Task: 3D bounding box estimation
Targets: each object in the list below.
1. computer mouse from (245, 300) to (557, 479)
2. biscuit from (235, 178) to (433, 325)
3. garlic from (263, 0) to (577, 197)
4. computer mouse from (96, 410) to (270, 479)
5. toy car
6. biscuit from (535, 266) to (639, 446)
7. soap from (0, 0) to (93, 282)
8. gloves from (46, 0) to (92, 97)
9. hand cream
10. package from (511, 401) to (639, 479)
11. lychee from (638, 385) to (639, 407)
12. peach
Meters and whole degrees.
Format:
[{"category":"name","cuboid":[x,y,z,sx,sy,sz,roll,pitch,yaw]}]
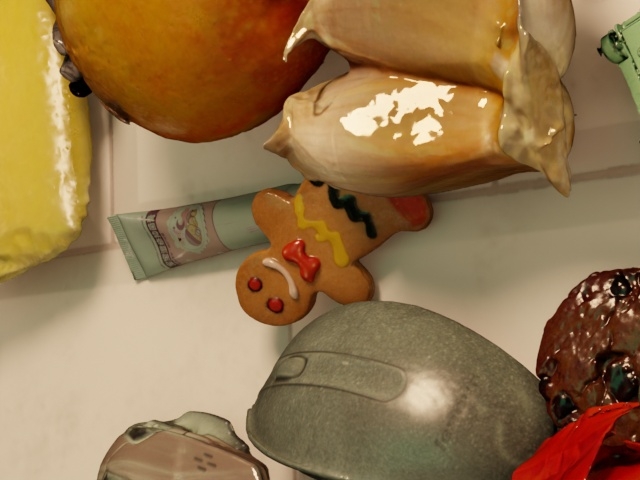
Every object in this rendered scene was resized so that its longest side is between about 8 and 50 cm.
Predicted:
[{"category":"computer mouse","cuboid":[0.065,0.159,1.903,0.374,0.114,0.203,10,67,39]},{"category":"biscuit","cuboid":[0.000,0.000,2.011,0.165,0.036,0.250,46,115,1]},{"category":"garlic","cuboid":[0.113,-0.158,1.830,0.313,0.286,0.249,4,44,41]},{"category":"computer mouse","cuboid":[-0.150,0.294,2.073,0.389,0.115,0.200,14,93,55]},{"category":"toy car","cuboid":[0.320,-0.149,1.782,0.073,0.054,0.143,-34,69,36]},{"category":"biscuit","cuboid":[0.290,0.114,1.772,0.192,0.049,0.192,-7,76,28]},{"category":"soap","cuboid":[-0.402,-0.147,2.376,0.306,0.115,0.427,-25,69,41]},{"category":"gloves","cuboid":[-0.257,-0.305,2.268,0.142,0.119,0.286,11,72,5]},{"category":"hand cream","cuboid":[-0.112,-0.018,2.152,0.331,0.058,0.085,-11,111,43]},{"category":"package","cuboid":[0.290,0.351,1.648,0.424,0.123,0.196,66,152,14]},{"category":"lychee","cuboid":[0.393,0.144,1.556,0.274,0.255,0.255,4,88,31]},{"category":"peach","cuboid":[-0.114,-0.284,2.009,0.372,0.290,0.373,-46,22,25]}]
